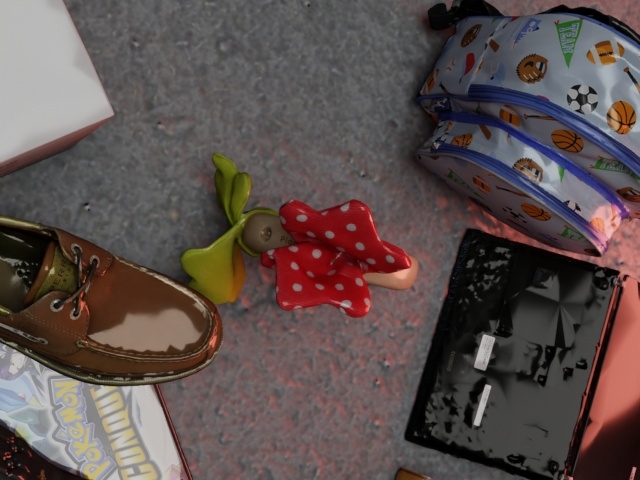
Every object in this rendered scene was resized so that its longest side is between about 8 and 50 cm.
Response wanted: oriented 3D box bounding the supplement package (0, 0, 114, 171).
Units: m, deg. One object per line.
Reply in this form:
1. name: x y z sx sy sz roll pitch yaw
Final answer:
1. supplement package: -0.289 -0.148 0.918 0.149 0.203 0.194 -26 98 -19

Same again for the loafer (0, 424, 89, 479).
1. loafer: -0.244 0.233 0.963 0.223 0.076 0.078 41 111 -21

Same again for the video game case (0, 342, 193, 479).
1. video game case: -0.253 0.202 1.011 0.248 0.035 0.274 -21 96 -19

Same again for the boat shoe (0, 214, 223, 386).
1. boat shoe: -0.228 0.047 0.953 0.307 0.104 0.110 14 67 -10

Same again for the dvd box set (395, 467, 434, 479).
1. dvd box set: 0.129 0.483 1.130 0.308 0.062 0.420 29 79 -17

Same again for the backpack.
1. backpack: 0.235 -0.110 1.079 0.277 0.263 0.213 27 80 -19

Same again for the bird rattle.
1. bird rattle: 0.000 0.000 1.011 0.207 0.254 0.143 11 84 -44

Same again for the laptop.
1. laptop: 0.249 0.142 1.210 0.265 0.136 0.234 16 82 7
